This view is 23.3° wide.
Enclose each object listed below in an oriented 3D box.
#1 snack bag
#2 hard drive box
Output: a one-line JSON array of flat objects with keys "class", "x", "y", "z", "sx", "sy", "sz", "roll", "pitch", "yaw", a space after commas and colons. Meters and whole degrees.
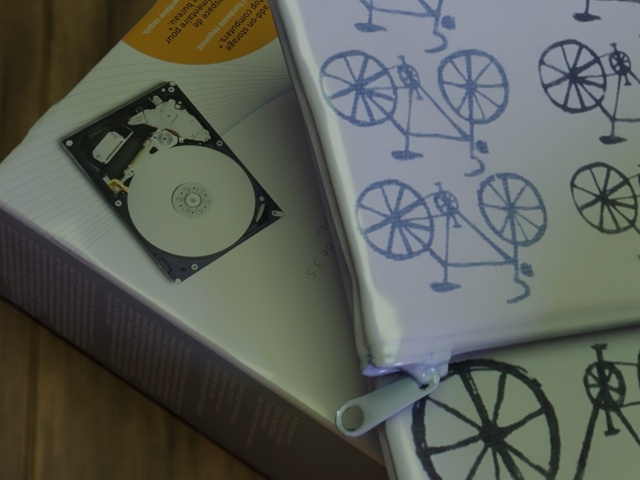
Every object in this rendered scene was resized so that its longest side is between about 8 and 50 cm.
[{"class": "snack bag", "x": 0.149, "y": 0.025, "z": 0.623, "sx": 0.323, "sy": 0.037, "sz": 0.342, "roll": -7, "pitch": 78, "yaw": -28}, {"class": "hard drive box", "x": 0.000, "y": 0.000, "z": 0.673, "sx": 0.232, "sy": 0.089, "sz": 0.181, "roll": 32, "pitch": 61, "yaw": 9}]
